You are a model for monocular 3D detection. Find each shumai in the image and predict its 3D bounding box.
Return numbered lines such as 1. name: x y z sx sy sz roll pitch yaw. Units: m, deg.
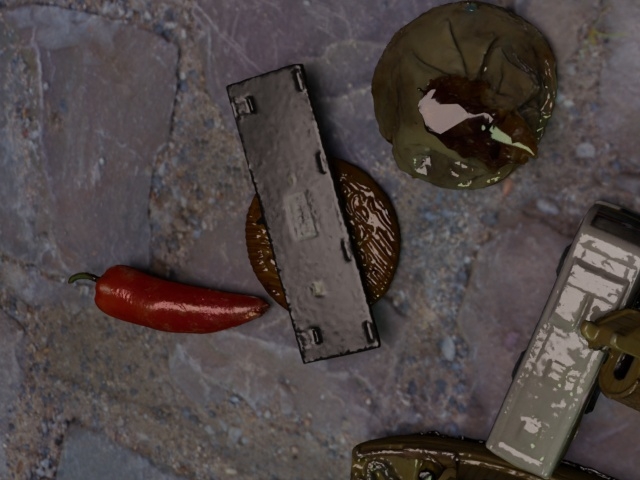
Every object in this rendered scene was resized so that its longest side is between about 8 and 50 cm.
1. shumai: 0.132 -0.134 1.096 0.201 0.120 0.201 5 104 23

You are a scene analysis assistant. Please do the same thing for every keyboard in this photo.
1. keyboard: -0.019 -0.026 1.206 0.106 0.027 0.317 -14 93 24

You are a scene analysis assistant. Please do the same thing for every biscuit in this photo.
1. biscuit: 0.000 0.000 1.232 0.187 0.027 0.188 4 100 24

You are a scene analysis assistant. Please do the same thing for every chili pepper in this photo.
1. chili pepper: -0.187 0.071 1.316 0.272 0.063 0.071 10 116 21

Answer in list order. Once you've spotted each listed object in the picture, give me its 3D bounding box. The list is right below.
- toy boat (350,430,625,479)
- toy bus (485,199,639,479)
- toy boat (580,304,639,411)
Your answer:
1. toy boat: 0.179 0.270 1.144 0.321 0.121 0.089 13 110 23
2. toy bus: 0.246 0.098 1.089 0.092 0.106 0.268 25 108 16
3. toy boat: 0.333 0.128 1.019 0.226 0.068 0.088 25 89 -23
